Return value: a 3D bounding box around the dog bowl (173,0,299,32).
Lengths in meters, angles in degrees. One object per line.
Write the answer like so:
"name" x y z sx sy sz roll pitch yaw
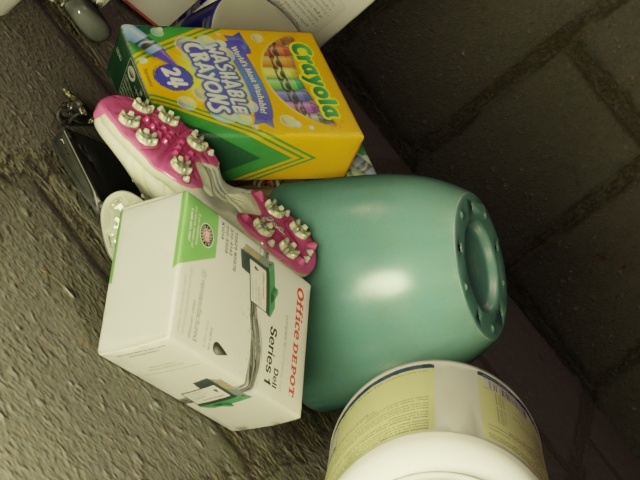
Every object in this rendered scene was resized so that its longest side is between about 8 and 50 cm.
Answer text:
"dog bowl" -0.115 -0.243 2.160 0.265 0.104 0.265 30 49 -42

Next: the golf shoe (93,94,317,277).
"golf shoe" -0.153 -0.034 1.584 0.306 0.140 0.115 42 30 4

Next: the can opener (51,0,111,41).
"can opener" -0.361 -0.356 1.913 0.093 0.074 0.280 57 13 23

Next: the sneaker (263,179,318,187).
"sneaker" 0.000 0.000 2.095 0.112 0.120 0.299 -136 -157 -85

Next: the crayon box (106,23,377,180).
"crayon box" -0.086 -0.175 1.780 0.322 0.083 0.203 -2 49 -29

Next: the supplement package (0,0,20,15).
"supplement package" -0.427 -0.427 1.628 0.293 0.177 0.175 51 11 -2

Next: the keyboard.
"keyboard" -0.227 -0.076 1.684 0.202 0.033 0.317 61 14 20

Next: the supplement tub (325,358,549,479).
"supplement tub" 0.117 0.274 1.408 0.235 0.235 0.325 49 12 -8

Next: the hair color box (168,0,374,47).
"hair color box" -0.090 -0.370 2.319 0.185 0.339 0.110 47 11 -17

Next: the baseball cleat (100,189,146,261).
"baseball cleat" -0.168 0.035 1.514 0.206 0.072 0.109 59 3 -7

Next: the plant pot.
"plant pot" 0.090 0.050 1.713 0.293 0.235 0.293 37 48 -55

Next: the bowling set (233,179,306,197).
"bowling set" -0.074 -0.116 1.960 0.200 0.154 0.287 59 24 -65

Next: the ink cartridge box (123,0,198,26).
"ink cartridge box" -0.298 -0.505 2.463 0.226 0.131 0.306 33 23 -56

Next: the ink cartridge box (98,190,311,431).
"ink cartridge box" -0.107 0.075 1.385 0.219 0.092 0.160 38 47 -46
